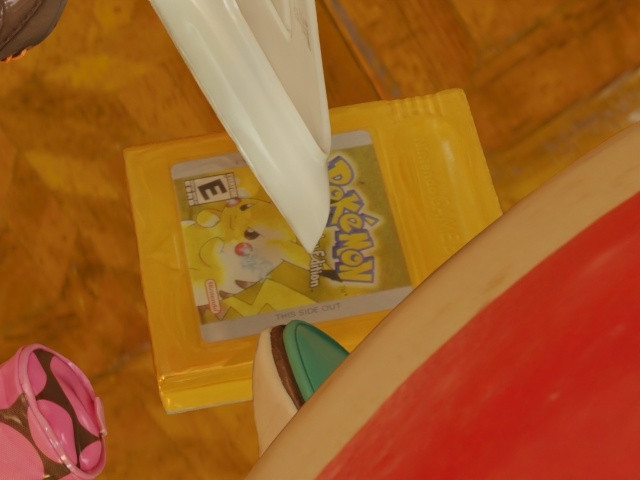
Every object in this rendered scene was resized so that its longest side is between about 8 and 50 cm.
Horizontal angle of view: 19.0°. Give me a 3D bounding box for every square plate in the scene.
[{"bbox_3d":[-0.063,-0.218,1.521,0.049,0.347,0.344,-16,143,13],"label":"square plate"}]

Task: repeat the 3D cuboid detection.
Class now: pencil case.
[{"bbox_3d":[-0.212,0.139,1.074,0.209,0.095,0.098,-31,146,20],"label":"pencil case"}]

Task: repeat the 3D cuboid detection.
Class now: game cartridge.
[{"bbox_3d":[0.000,0.000,1.684,0.323,0.285,0.053,-12,141,-2],"label":"game cartridge"}]

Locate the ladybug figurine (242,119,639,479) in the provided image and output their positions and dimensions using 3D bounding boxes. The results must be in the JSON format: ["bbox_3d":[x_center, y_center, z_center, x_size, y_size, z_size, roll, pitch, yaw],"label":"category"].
[{"bbox_3d":[0.124,0.127,0.403,0.305,0.162,0.449,41,81,-6],"label":"ladybug figurine"}]

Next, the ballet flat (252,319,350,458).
[{"bbox_3d":[0.049,0.214,1.230,0.139,0.400,0.139,-25,141,-23],"label":"ballet flat"}]

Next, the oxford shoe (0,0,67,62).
[{"bbox_3d":[-0.209,-0.125,1.139,0.271,0.097,0.098,-56,140,-17],"label":"oxford shoe"}]
